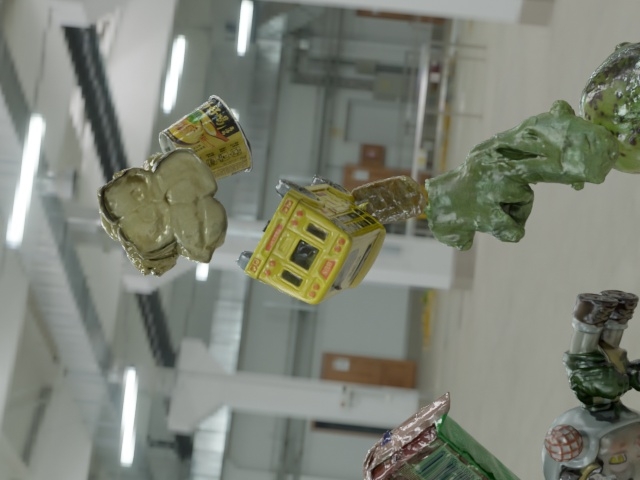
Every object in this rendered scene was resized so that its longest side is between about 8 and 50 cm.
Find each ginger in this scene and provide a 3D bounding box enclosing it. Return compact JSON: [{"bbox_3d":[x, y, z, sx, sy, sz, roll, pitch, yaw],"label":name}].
[{"bbox_3d":[0.256,-0.078,1.695,0.290,0.089,0.137,-36,57,30],"label":"ginger"}]

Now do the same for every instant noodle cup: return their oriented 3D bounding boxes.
[{"bbox_3d":[-0.205,-0.165,2.282,0.151,0.122,0.151,50,157,30],"label":"instant noodle cup"}]

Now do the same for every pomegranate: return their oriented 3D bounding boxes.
[{"bbox_3d":[0.495,-0.155,1.853,0.204,0.222,0.277,-104,-11,-78],"label":"pomegranate"}]

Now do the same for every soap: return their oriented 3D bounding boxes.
[{"bbox_3d":[0.214,0.395,2.083,0.218,0.273,0.098,-39,24,21],"label":"soap"}]

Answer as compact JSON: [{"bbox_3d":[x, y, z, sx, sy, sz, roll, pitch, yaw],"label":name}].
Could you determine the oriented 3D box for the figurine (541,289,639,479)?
[{"bbox_3d":[0.429,0.264,1.988,0.167,0.281,0.370,11,104,50],"label":"figurine"}]

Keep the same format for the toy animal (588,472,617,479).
[{"bbox_3d":[0.285,0.334,1.340,0.284,0.225,0.302,64,178,-9],"label":"toy animal"}]

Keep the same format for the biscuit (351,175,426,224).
[{"bbox_3d":[0.104,-0.061,2.017,0.018,0.147,0.071,-35,-74,-46],"label":"biscuit"}]

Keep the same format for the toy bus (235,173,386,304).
[{"bbox_3d":[0.000,0.000,1.887,0.144,0.152,0.330,-62,-9,10],"label":"toy bus"}]

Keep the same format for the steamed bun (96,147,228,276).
[{"bbox_3d":[-0.236,-0.036,1.992,0.192,0.177,0.106,56,164,-1],"label":"steamed bun"}]
